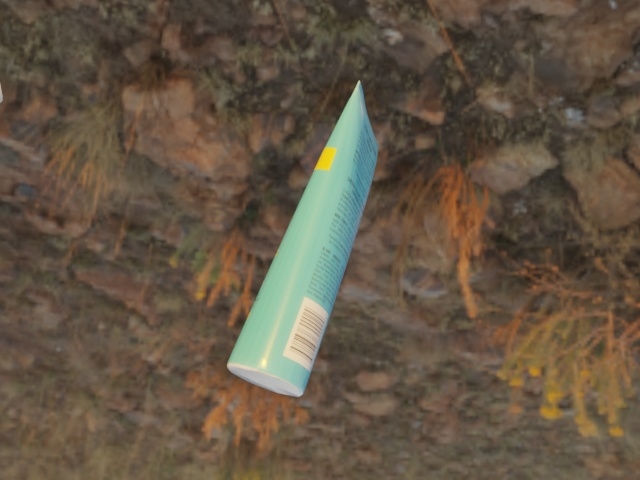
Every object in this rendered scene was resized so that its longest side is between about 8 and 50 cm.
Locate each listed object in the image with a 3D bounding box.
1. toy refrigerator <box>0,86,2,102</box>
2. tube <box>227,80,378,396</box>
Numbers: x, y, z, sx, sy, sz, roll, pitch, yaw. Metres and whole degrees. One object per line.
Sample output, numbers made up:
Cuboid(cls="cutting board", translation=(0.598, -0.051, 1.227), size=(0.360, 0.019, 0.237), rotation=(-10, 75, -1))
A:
Cuboid(cls="toy refrigerator", translation=(-0.395, -0.142, 0.746), size=(0.270, 0.102, 0.094), rotation=(9, 120, 23))
Cuboid(cls="tube", translation=(0.000, 0.000, 0.636), size=(0.052, 0.207, 0.080), rotation=(17, 160, 14))
